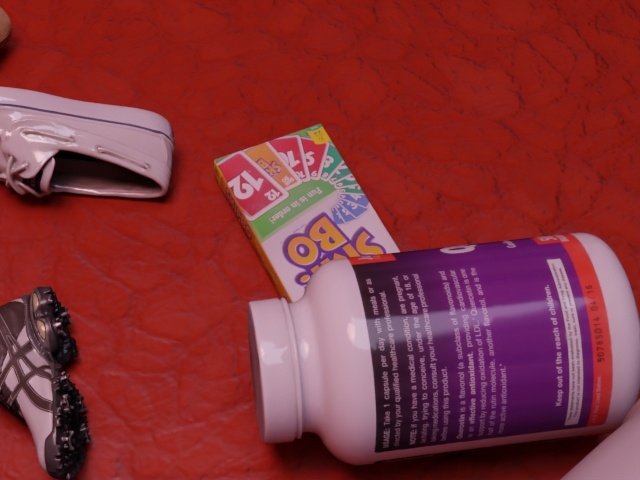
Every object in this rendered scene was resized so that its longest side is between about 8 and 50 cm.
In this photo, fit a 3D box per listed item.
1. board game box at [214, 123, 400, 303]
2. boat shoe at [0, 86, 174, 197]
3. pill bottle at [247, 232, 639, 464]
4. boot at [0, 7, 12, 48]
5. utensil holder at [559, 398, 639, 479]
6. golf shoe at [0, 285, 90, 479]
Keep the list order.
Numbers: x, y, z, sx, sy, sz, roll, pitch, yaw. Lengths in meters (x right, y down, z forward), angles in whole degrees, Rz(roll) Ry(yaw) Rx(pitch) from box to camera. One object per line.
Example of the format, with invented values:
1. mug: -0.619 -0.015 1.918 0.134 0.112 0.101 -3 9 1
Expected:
1. board game box: 0.000 0.000 1.336 0.124 0.039 0.259 -20 60 -16
2. boat shoe: -0.280 -0.086 1.344 0.267 0.096 0.088 7 56 -17
3. pill bottle: 0.103 0.096 1.175 0.323 0.181 0.181 -6 54 -7
4. boot: -0.493 -0.196 1.397 0.236 0.089 0.269 29 46 3
5. utensil holder: 0.219 0.326 0.925 0.385 0.327 0.327 -34 62 -23
6. golf shoe: -0.262 0.136 1.204 0.094 0.077 0.198 -17 48 -2
